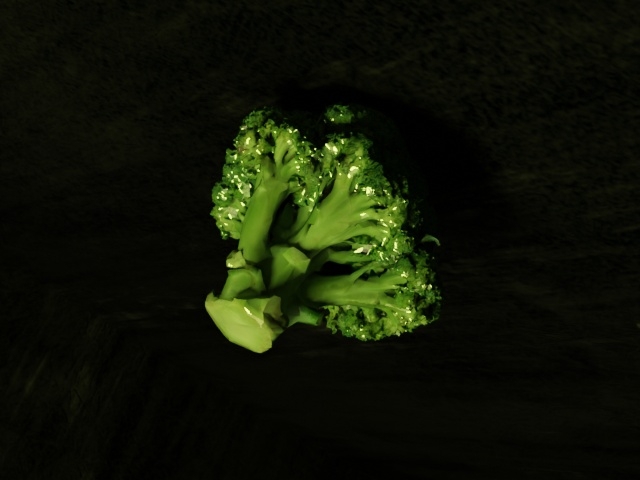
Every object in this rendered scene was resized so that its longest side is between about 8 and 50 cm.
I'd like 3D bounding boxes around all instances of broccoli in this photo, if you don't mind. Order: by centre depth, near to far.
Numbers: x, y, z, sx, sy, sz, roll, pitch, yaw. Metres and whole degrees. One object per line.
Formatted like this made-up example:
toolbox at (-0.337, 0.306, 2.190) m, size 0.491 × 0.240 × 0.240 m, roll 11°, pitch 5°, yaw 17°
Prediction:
broccoli at (0.000, 0.000, 1.280) m, size 0.270 × 0.270 × 0.270 m, roll 23°, pitch 139°, yaw 22°
